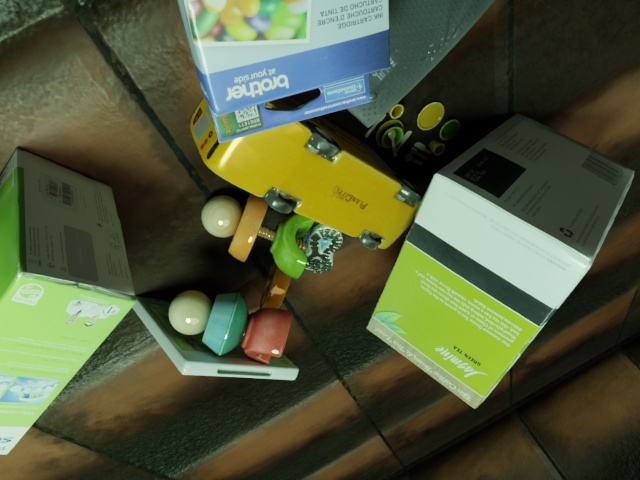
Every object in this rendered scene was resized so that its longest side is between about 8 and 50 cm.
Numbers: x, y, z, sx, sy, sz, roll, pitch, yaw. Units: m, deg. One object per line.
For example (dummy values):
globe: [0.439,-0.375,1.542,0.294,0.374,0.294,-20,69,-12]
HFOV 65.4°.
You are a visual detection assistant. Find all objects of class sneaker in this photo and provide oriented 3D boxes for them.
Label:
sneaker: [0.000,0.000,0.820,0.063,0.073,0.162,15,146,-13]

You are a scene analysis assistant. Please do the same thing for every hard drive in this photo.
hard drive: [0.097,-0.277,0.605,0.254,0.054,0.172,-45,138,16]

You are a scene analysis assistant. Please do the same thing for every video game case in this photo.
video game case: [-0.164,0.149,0.768,0.193,0.212,0.023,18,97,-41]

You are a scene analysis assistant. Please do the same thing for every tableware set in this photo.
tableware set: [0.149,-0.170,0.770,0.154,0.024,0.104,18,120,-41]

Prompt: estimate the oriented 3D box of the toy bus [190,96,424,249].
toy bus: [0.001,-0.096,0.673,0.332,0.130,0.108,21,117,-43]

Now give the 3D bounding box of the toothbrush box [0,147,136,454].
toothbrush box: [-0.353,0.075,0.573,0.122,0.206,0.283,24,117,-44]

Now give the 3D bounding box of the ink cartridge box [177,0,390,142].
ink cartridge box: [-0.033,-0.235,0.427,0.185,0.065,0.311,-19,132,-14]

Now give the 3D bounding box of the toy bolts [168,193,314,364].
toy bolts: [-0.123,0.062,0.732,0.158,0.229,0.218,19,150,-10]

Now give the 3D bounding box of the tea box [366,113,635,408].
tea box: [0.284,0.020,0.803,0.329,0.220,0.324,-35,152,-43]
